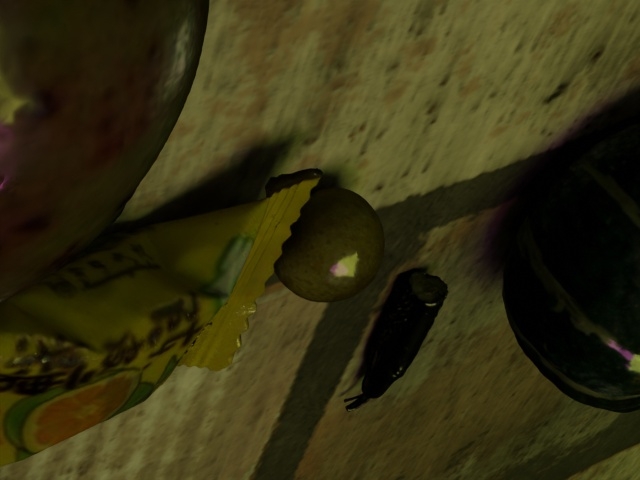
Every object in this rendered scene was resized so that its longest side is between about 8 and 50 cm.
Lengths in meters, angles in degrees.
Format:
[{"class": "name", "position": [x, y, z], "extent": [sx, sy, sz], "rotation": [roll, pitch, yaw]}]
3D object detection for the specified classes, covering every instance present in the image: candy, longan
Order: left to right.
[{"class": "candy", "position": [-0.136, 0.058, 0.854], "extent": [0.297, 0.081, 0.187], "rotation": [-20, 153, -41]}, {"class": "longan", "position": [0.000, 0.000, 0.956], "extent": [0.083, 0.075, 0.075], "rotation": [36, 112, -19]}]

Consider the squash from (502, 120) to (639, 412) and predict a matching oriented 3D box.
[{"class": "squash", "position": [0.257, 0.016, 1.164], "extent": [0.252, 0.165, 0.252], "rotation": [-28, 150, -18]}]

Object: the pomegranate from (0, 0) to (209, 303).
[{"class": "pomegranate", "position": [-0.133, -0.126, 0.460], "extent": [0.242, 0.242, 0.306], "rotation": [98, 11, -56]}]

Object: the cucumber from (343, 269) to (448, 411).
[{"class": "cucumber", "position": [0.058, 0.084, 1.184], "extent": [0.043, 0.039, 0.163], "rotation": [-1, 140, -17]}]
